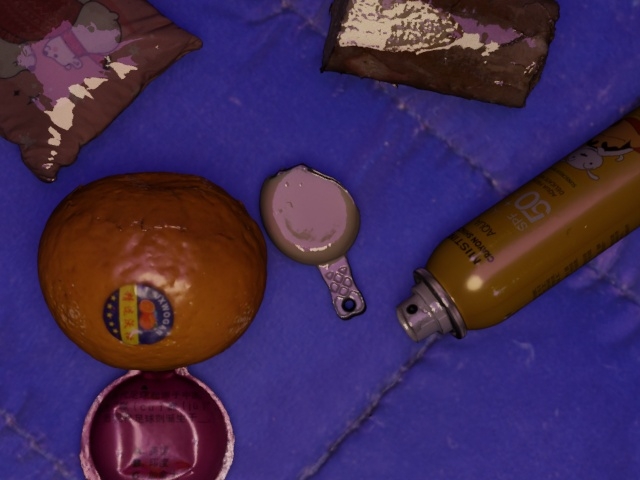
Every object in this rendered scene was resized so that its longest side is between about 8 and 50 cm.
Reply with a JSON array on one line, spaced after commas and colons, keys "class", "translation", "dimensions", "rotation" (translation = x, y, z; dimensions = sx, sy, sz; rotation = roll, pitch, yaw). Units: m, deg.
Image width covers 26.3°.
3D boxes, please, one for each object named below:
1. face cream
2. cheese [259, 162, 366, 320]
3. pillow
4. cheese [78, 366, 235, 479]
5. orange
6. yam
[{"class": "face cream", "translation": [0.228, -0.010, 1.391], "dimensions": [0.349, 0.105, 0.105], "rotation": [-34, 85, -6]}, {"class": "cheese", "translation": [0.005, -0.005, 1.407], "dimensions": [0.092, 0.047, 0.171], "rotation": [-41, 86, -5]}, {"class": "pillow", "translation": [-0.277, -0.207, 1.401], "dimensions": [0.236, 0.084, 0.223], "rotation": [44, 81, 1]}, {"class": "cheese", "translation": [-0.161, 0.236, 1.359], "dimensions": [0.155, 0.062, 0.244], "rotation": [-1, 84, -2]}, {"class": "orange", "translation": [-0.160, 0.029, 1.312], "dimensions": [0.219, 0.219, 0.193], "rotation": [-2, 123, -3]}, {"class": "yam", "translation": [0.125, -0.214, 1.406], "dimensions": [0.238, 0.129, 0.128], "rotation": [14, 44, -1]}]
